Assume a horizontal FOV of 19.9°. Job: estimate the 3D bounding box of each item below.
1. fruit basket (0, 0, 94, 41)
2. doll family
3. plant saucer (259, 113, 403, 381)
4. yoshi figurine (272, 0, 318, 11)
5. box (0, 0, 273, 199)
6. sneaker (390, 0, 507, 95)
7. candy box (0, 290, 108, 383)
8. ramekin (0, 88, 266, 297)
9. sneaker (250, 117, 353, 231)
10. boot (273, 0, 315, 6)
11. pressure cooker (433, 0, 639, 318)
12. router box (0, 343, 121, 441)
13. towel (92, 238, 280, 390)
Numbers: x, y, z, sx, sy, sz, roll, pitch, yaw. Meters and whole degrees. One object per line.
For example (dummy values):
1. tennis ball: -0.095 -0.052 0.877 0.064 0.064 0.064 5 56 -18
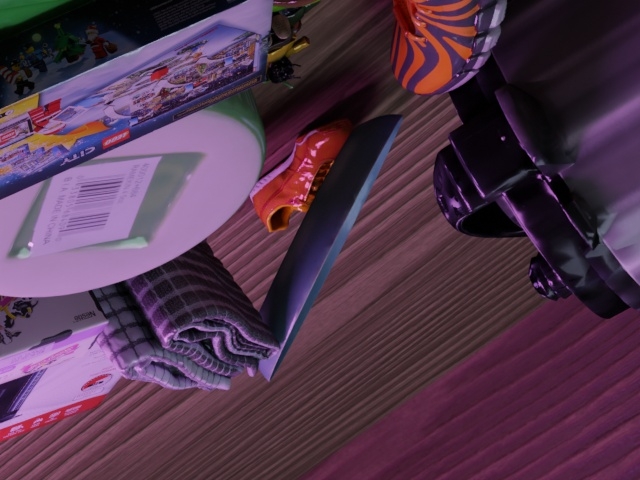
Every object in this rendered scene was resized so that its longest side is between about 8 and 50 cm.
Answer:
1. fruit basket: -0.156 -0.269 1.102 0.327 0.165 0.353 -17 143 -40
2. doll family: -0.077 -0.161 1.633 0.193 0.076 0.111 -23 167 -10
3. plant saucer: 0.000 0.000 1.938 0.318 0.043 0.317 -63 178 -3
4. yoshi figurine: 0.057 -0.280 1.338 0.362 0.203 0.203 -35 147 22
5. box: -0.145 -0.105 1.192 0.233 0.044 0.159 -25 167 -11
6. sneaker: 0.078 -0.239 1.618 0.180 0.124 0.321 -17 149 -27
7. candy box: -0.302 0.027 1.561 0.165 0.196 0.070 -19 160 -37
8. ramekin: -0.189 -0.084 1.418 0.303 0.148 0.303 -19 154 -9
9. sneaker: -0.011 -0.073 2.007 0.064 0.067 0.175 -13 154 -42
10. boot: -0.001 -0.275 1.234 0.077 0.165 0.213 11 147 -12
11. pressure cooker: 0.310 -0.127 1.835 0.420 0.375 0.370 -32 123 16
12. router box: -0.352 0.134 1.990 0.335 0.082 0.301 -18 160 -36
13. towel: -0.159 0.025 1.747 0.121 0.235 0.283 -39 163 7
